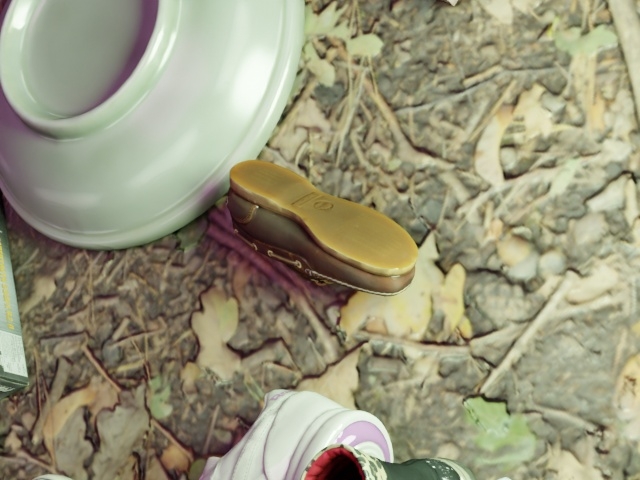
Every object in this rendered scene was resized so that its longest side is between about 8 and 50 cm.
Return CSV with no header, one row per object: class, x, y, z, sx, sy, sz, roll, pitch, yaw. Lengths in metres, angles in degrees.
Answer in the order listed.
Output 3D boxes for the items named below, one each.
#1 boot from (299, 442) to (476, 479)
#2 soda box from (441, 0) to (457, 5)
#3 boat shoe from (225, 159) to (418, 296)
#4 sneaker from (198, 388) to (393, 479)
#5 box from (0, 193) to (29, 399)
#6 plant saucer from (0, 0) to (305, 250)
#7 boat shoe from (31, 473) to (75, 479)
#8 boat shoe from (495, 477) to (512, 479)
boot,0.028,0.261,0.912,0.085,0.179,0.236,11,80,34
soda box,0.053,-0.273,1.136,0.183,0.063,0.058,30,93,35
boat shoe,0.000,0.000,1.087,0.207,0.073,0.073,32,130,38
sneaker,-0.054,0.262,1.024,0.152,0.114,0.305,22,83,49
box,-0.400,0.073,1.313,0.183,0.056,0.231,-27,62,22
plant saucer,-0.208,-0.192,1.252,0.401,0.100,0.400,-10,71,29
boat shoe,-0.317,0.364,1.108,0.127,0.158,0.340,15,84,34
boat shoe,0.131,0.269,0.916,0.083,0.065,0.183,-25,64,22
